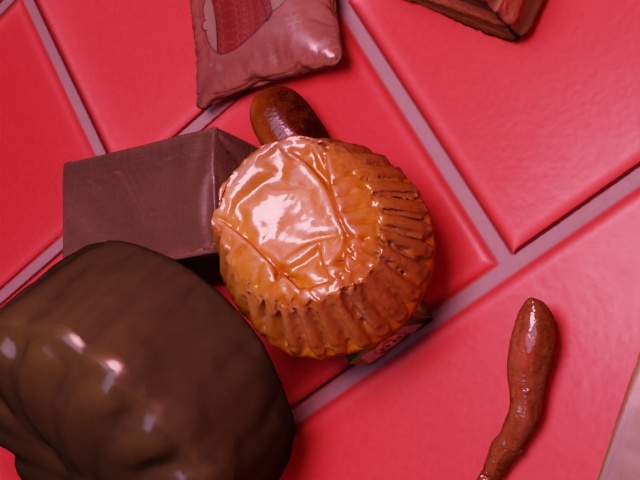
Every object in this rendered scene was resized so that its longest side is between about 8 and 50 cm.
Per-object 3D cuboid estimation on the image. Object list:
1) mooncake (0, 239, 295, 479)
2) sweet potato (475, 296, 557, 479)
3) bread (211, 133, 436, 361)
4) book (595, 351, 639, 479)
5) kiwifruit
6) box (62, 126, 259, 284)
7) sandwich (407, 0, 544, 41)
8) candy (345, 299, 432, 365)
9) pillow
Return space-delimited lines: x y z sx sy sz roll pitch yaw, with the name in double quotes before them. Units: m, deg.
"mooncake" -0.210 0.187 1.067 0.357 0.194 0.356 23 135 26
"sweet potato" 0.203 0.164 1.002 0.050 0.050 0.214 16 96 31
"bread" 0.002 0.003 1.009 0.240 0.139 0.239 -4 73 12
"book" 0.352 0.211 0.919 0.161 0.026 0.230 19 92 31
"kiwifruit" -0.036 -0.129 1.165 0.075 0.075 0.124 -40 80 19
"box" -0.177 -0.027 1.189 0.231 0.155 0.148 -9 75 30
"sandwich" 0.147 -0.354 1.054 0.227 0.155 0.198 29 95 30
"candy" 0.035 0.034 1.109 0.097 0.062 0.194 -38 67 18
"pillow" -0.077 -0.293 1.211 0.223 0.084 0.236 -14 74 28
